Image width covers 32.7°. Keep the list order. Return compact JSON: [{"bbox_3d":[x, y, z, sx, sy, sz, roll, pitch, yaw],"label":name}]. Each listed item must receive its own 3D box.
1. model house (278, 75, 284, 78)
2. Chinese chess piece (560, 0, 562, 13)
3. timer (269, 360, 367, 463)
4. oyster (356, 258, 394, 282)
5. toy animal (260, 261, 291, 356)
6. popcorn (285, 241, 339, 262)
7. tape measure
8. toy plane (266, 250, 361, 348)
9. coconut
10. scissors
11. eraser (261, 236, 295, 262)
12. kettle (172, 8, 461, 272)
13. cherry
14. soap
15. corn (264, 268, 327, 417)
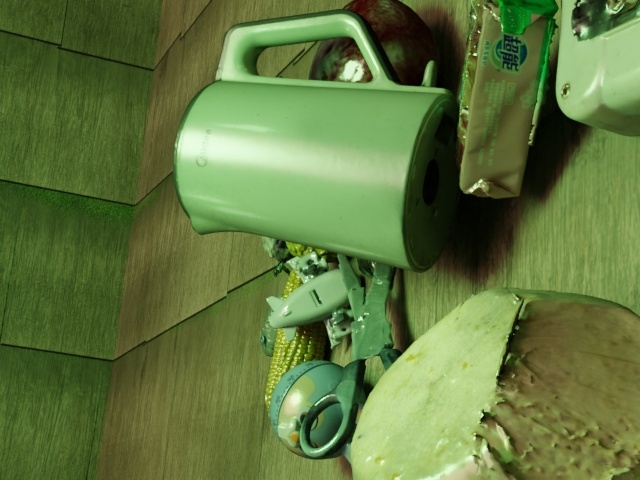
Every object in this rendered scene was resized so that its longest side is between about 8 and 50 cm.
[{"bbox_3d":[-0.020,-0.114,1.886,0.204,0.243,0.211,124,167,-64],"label":"model house"},{"bbox_3d":[0.343,-0.312,1.397,0.084,0.034,0.084,-169,90,-67],"label":"Chinese chess piece"},{"bbox_3d":[0.009,0.290,1.705,0.255,0.175,0.175,-123,49,-64],"label":"timer"},{"bbox_3d":[0.105,0.021,1.803,0.098,0.037,0.100,32,88,47],"label":"oyster"},{"bbox_3d":[-0.070,0.130,2.055,0.079,0.070,0.252,-87,7,-48],"label":"toy animal"},{"bbox_3d":[0.000,0.000,1.950,0.116,0.121,0.106,-114,8,-65],"label":"popcorn"},{"bbox_3d":[0.363,-0.260,1.206,0.265,0.130,0.258,-21,58,63],"label":"tape measure"},{"bbox_3d":[-0.009,0.105,1.879,0.080,0.174,0.174,57,-138,-81],"label":"toy plane"},{"bbox_3d":[0.229,0.236,1.022,0.346,0.360,0.346,-41,20,18],"label":"coconut"},{"bbox_3d":[0.073,0.144,1.675,0.256,0.029,0.383,-24,43,20],"label":"scissors"},{"bbox_3d":[-0.015,-0.120,2.058,0.332,0.102,0.155,-68,24,18],"label":"eraser"},{"bbox_3d":[0.004,-0.159,1.587,0.377,0.250,0.361,9,92,23],"label":"kettle"},{"bbox_3d":[0.086,-0.277,1.766,0.230,0.203,0.300,125,149,-51],"label":"cherry"},{"bbox_3d":[0.229,-0.205,1.410,0.217,0.098,0.273,-91,4,-56],"label":"soap"},{"bbox_3d":[-0.033,0.182,1.954,0.106,0.106,0.293,-13,65,65],"label":"corn"}]
